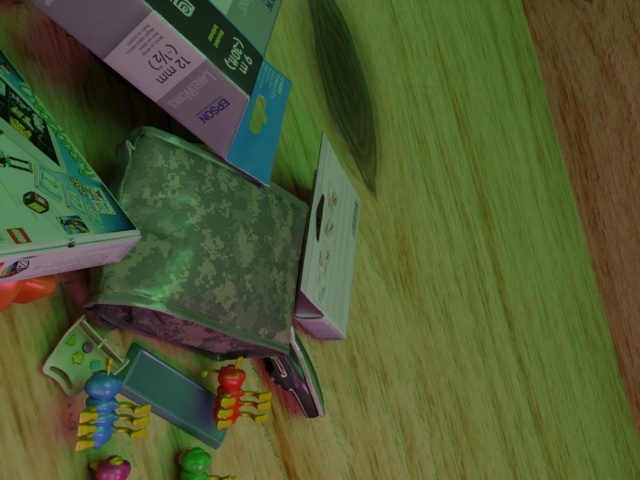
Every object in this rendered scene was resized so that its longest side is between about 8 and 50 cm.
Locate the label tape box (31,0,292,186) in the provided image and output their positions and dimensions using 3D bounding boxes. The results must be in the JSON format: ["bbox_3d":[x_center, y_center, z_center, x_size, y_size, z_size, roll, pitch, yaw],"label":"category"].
[{"bbox_3d":[-0.141,-0.269,0.805,0.348,0.115,0.249,38,42,-29],"label":"label tape box"}]

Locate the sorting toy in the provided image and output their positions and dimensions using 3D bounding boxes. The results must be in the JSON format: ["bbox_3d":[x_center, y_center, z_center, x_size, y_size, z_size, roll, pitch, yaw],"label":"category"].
[{"bbox_3d":[-0.288,0.142,0.755,0.083,0.045,0.075,55,52,-23],"label":"sorting toy"}]

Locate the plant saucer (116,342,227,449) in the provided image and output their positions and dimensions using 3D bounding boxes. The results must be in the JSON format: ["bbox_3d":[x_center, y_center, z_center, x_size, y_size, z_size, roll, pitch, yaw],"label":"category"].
[{"bbox_3d":[-0.191,0.214,0.860,0.192,0.018,0.067,43,50,-31],"label":"plant saucer"}]

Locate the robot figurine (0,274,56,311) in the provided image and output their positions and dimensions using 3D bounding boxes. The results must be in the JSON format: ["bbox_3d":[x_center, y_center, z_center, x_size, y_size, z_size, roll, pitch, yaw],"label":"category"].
[{"bbox_3d":[-0.376,0.000,0.631,0.219,0.128,0.158,25,96,-42],"label":"robot figurine"}]

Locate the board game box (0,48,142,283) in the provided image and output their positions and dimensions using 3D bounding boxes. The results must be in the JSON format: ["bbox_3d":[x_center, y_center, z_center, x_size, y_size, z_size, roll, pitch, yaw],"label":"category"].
[{"bbox_3d":[-0.336,-0.095,0.624,0.305,0.053,0.193,50,22,12],"label":"board game box"}]

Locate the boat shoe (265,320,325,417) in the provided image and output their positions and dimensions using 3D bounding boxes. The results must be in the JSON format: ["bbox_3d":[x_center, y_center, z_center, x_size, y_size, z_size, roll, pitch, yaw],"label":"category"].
[{"bbox_3d":[-0.056,0.183,0.987,0.081,0.069,0.227,-107,176,-76],"label":"boat shoe"}]

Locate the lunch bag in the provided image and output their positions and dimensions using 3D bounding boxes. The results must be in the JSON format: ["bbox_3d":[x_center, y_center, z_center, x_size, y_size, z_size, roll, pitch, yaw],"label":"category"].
[{"bbox_3d":[-0.169,0.014,0.828,0.287,0.169,0.235,31,57,-45],"label":"lunch bag"}]

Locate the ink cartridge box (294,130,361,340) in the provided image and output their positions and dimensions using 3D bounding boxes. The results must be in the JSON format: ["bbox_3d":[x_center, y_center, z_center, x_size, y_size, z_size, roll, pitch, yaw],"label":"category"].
[{"bbox_3d":[0.000,0.000,1.039,0.239,0.060,0.274,53,40,-58],"label":"ink cartridge box"}]

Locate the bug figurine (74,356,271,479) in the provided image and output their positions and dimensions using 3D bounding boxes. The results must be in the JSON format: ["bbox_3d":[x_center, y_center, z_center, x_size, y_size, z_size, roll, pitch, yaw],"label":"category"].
[{"bbox_3d":[-0.193,0.247,0.782,0.279,0.072,0.216,11,90,-48],"label":"bug figurine"}]

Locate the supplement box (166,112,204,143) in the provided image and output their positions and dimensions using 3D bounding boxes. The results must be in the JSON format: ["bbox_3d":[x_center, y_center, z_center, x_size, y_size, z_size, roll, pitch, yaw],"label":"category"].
[{"bbox_3d":[-0.172,-0.185,0.946,0.083,0.083,0.056,-2,81,-49],"label":"supplement box"}]

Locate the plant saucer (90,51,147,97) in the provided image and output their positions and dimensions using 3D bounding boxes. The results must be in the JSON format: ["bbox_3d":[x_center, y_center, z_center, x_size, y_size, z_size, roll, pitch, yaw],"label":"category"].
[{"bbox_3d":[-0.243,-0.344,0.949,0.278,0.041,0.277,17,67,-44],"label":"plant saucer"}]
